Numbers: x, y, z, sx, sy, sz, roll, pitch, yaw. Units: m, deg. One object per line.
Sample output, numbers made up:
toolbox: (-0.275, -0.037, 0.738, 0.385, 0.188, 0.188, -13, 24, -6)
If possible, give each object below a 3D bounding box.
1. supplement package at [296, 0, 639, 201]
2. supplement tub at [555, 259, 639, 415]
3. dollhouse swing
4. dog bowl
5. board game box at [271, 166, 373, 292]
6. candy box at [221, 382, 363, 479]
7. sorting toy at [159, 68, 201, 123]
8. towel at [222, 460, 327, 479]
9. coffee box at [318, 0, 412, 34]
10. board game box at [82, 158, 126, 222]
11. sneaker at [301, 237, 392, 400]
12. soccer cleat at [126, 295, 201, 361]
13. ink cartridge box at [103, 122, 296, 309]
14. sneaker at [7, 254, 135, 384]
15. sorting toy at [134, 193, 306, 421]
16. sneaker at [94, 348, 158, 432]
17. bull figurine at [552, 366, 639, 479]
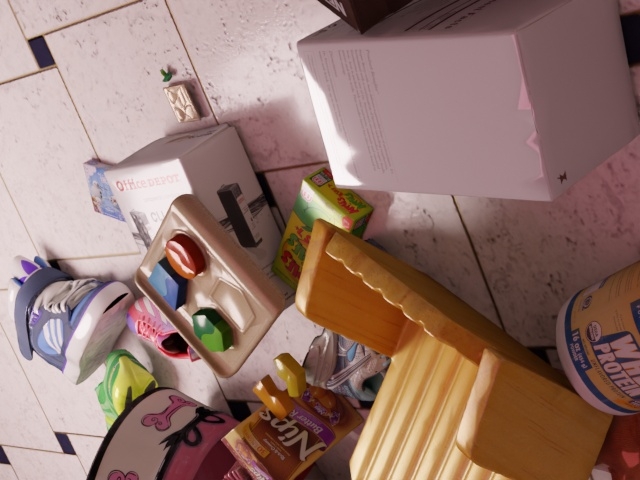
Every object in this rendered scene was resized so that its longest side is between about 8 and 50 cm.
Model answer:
supplement package: (0.153, -0.159, 1.342, 0.293, 0.175, 0.177, 7, 121, 44)
supplement tub: (0.356, 0.086, 1.319, 0.144, 0.144, 0.200, 55, 136, 1)
dollhouse swing: (0.096, 0.213, 1.487, 0.305, 0.315, 0.347, -57, 43, 6)
dog bowl: (-0.216, 0.443, 2.030, 0.150, 0.408, 0.408, 7, 123, 23)
board game box: (0.000, 0.000, 1.726, 0.092, 0.043, 0.181, 40, 137, 19)
candy box: (-0.038, 0.274, 1.856, 0.109, 0.187, 0.053, 51, 142, 6)
sorting toy: (-0.200, -0.207, 1.824, 0.062, 0.012, 0.083, 2, 121, 52)
towel: (-0.011, 0.439, 1.930, 0.037, 0.237, 0.329, -33, 91, 20)
coffee box: (-0.017, -0.367, 1.334, 0.297, 0.119, 0.168, 44, 166, 37)
board game box: (-0.337, -0.079, 2.060, 0.090, 0.020, 0.090, 17, 127, 40)
sneaker: (0.066, 0.111, 1.718, 0.122, 0.110, 0.283, 26, 139, 9)
soccer cleat: (-0.246, 0.143, 2.062, 0.248, 0.095, 0.083, 7, 121, 44)
ink cartridge box: (-0.166, -0.013, 1.844, 0.197, 0.114, 0.273, -6, 112, 48)
sneaker: (-0.458, 0.101, 2.230, 0.236, 0.130, 0.323, 45, 147, 8)
sorting toy: (-0.131, 0.106, 1.769, 0.307, 0.041, 0.229, 48, 141, 8)
sneaker: (-0.337, 0.301, 2.291, 0.123, 0.109, 0.295, 59, 151, 36)
bull figurine: (0.334, 0.238, 1.480, 0.310, 0.101, 0.188, 18, 110, 51)
